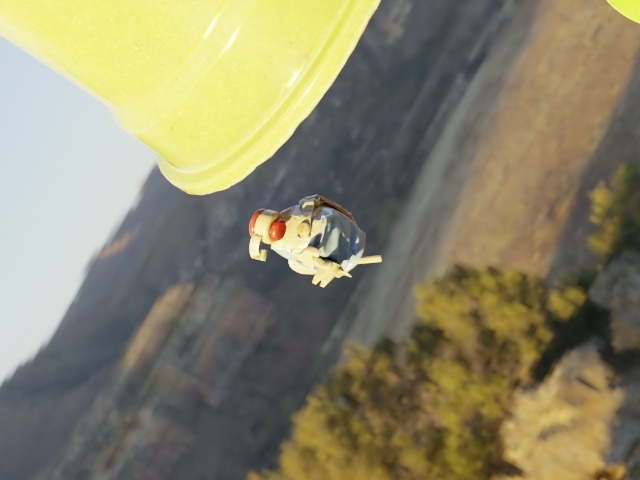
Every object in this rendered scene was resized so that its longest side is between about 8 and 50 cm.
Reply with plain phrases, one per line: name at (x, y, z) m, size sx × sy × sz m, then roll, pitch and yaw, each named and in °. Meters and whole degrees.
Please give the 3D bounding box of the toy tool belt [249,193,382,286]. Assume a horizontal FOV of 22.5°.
toy tool belt at (0.000, 0.000, 0.949) m, size 0.083 × 0.051 × 0.052 m, roll 17°, pitch -92°, yaw -59°

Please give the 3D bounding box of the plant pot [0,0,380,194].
plant pot at (-0.119, -0.199, 0.840) m, size 0.276 × 0.254 × 0.276 m, roll -45°, pitch 31°, yaw 38°

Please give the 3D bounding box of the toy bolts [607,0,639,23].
toy bolts at (0.207, -0.282, 1.002) m, size 0.158 × 0.218 × 0.229 m, roll -35°, pitch -39°, yaw -39°
